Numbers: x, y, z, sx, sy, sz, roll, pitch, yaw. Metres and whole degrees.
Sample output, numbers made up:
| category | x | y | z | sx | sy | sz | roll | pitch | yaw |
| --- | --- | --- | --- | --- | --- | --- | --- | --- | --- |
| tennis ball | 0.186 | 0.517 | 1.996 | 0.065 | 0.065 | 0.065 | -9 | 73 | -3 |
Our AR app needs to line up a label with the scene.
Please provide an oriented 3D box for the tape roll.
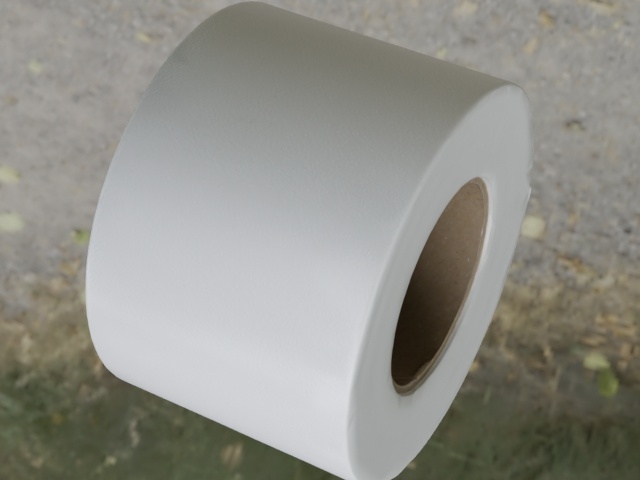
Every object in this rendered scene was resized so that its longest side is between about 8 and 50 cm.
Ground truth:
| category | x | y | z | sx | sy | sz | roll | pitch | yaw |
| --- | --- | --- | --- | --- | --- | --- | --- | --- | --- |
| tape roll | 0.000 | 0.000 | 0.863 | 0.169 | 0.246 | 0.246 | 20 | 151 | 21 |
